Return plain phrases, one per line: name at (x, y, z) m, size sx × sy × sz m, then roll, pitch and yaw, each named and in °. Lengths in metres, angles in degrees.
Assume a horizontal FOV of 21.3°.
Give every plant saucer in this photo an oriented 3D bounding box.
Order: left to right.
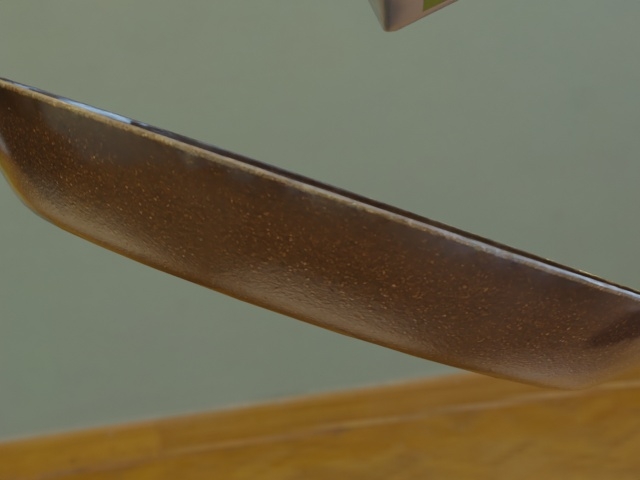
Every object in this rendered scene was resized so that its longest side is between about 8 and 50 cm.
plant saucer at (0.000, 0.000, 0.697) m, size 0.311 × 0.050 × 0.310 m, roll 18°, pitch 3°, yaw -1°

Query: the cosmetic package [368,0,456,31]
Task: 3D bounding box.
cosmetic package at (0.152, -0.244, 0.618) m, size 0.365 × 0.155 × 0.197 m, roll -26°, pitch -10°, yaw -1°
